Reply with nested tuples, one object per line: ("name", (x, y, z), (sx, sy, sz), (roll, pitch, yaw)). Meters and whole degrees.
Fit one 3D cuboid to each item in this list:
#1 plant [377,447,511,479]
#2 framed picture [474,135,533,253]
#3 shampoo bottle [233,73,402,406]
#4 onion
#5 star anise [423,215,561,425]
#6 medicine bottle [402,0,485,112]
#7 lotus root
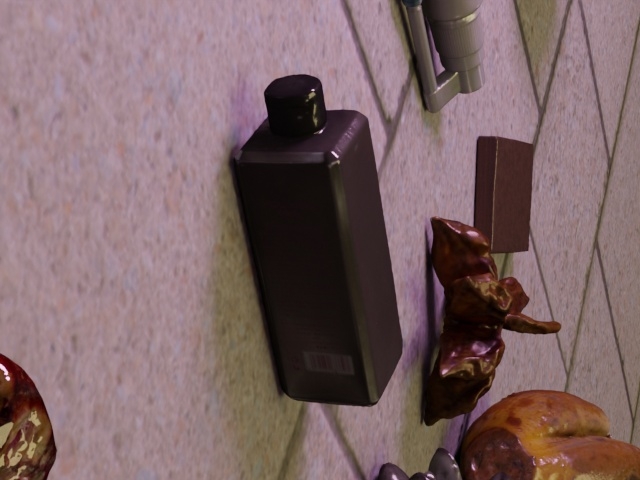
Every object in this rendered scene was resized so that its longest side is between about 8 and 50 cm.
("plant", (0.112, 0.325, 1.251), (0.149, 0.146, 0.275), (-32, 117, -69))
("framed picture", (0.207, -0.050, 1.595), (0.168, 0.023, 0.128), (-2, 95, -68))
("shampoo bottle", (0.000, 0.000, 1.017), (0.079, 0.080, 0.246), (-58, 144, -53))
("onion", (-0.168, 0.090, 0.608), (0.107, 0.097, 0.107), (-16, 122, -27))
("star anise", (0.152, 0.075, 1.381), (0.212, 0.111, 0.196), (-58, 137, -39))
("medicine bottle", (0.109, -0.222, 1.297), (0.092, 0.061, 0.221), (-43, 137, -26))
("lotus root", (0.227, 0.241, 1.485), (0.180, 0.188, 0.199), (32, 64, -49))
